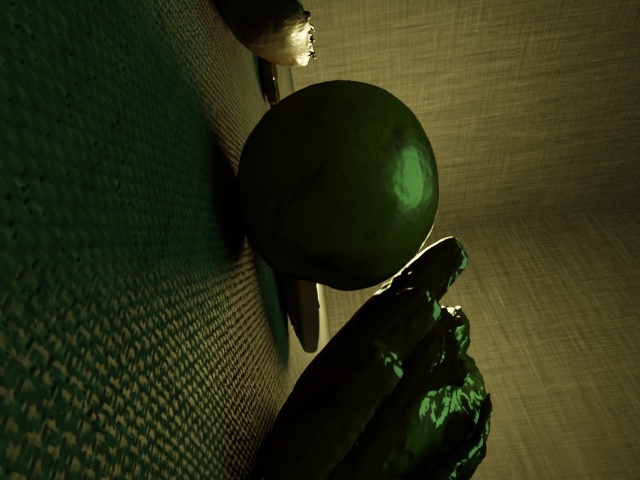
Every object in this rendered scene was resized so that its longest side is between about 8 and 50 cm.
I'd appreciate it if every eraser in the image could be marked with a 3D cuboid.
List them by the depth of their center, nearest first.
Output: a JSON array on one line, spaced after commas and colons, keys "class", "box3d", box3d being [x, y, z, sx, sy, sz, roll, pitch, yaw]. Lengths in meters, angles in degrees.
[{"class": "eraser", "box3d": [-0.037, 0.031, 0.690, 0.243, 0.059, 0.204, 86, -1, -46]}]

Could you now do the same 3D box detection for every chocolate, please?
[{"class": "chocolate", "box3d": [-0.074, -0.273, 0.479, 0.261, 0.083, 0.160, -94, 158, -81]}]

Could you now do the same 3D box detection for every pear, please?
[{"class": "pear", "box3d": [0.016, -0.058, 0.436, 0.209, 0.209, 0.208, -8, 90, -89]}]

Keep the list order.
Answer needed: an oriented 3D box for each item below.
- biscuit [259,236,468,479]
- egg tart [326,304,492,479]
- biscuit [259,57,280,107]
[{"class": "biscuit", "box3d": [0.028, 0.113, 0.403, 0.043, 0.278, 0.301, 43, 22, 4]}, {"class": "egg tart", "box3d": [0.075, 0.192, 0.416, 0.132, 0.297, 0.297, 42, -6, 9]}, {"class": "biscuit", "box3d": [-0.103, -0.340, 0.840, 0.124, 0.026, 0.174, 68, 13, -79]}]
